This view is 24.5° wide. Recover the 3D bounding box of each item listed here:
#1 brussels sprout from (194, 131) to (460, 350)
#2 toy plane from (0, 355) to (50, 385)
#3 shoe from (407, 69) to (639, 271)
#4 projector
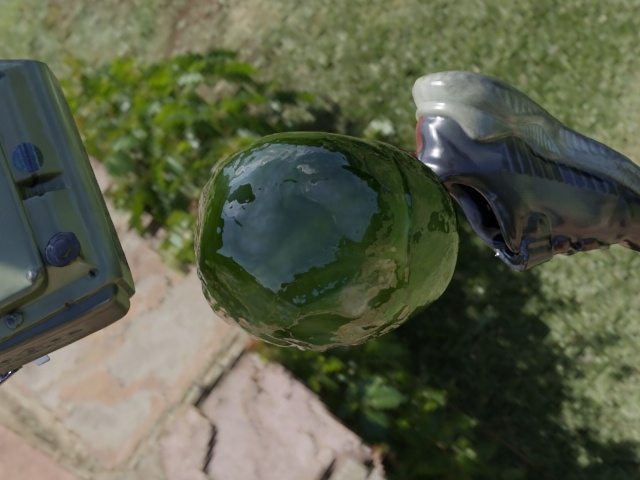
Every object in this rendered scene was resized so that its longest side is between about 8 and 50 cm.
[{"bbox_3d":[-0.001,0.003,0.800,0.155,0.155,0.117,-27,59,28],"label":"brussels sprout"},{"bbox_3d":[-0.349,0.133,1.392,0.197,0.078,0.053,-35,-3,8],"label":"toy plane"},{"bbox_3d":[0.149,-0.031,1.055,0.112,0.227,0.099,-61,15,-9],"label":"shoe"},{"bbox_3d":[-0.255,-0.002,0.797,0.269,0.088,0.193,-22,78,-2],"label":"projector"}]
